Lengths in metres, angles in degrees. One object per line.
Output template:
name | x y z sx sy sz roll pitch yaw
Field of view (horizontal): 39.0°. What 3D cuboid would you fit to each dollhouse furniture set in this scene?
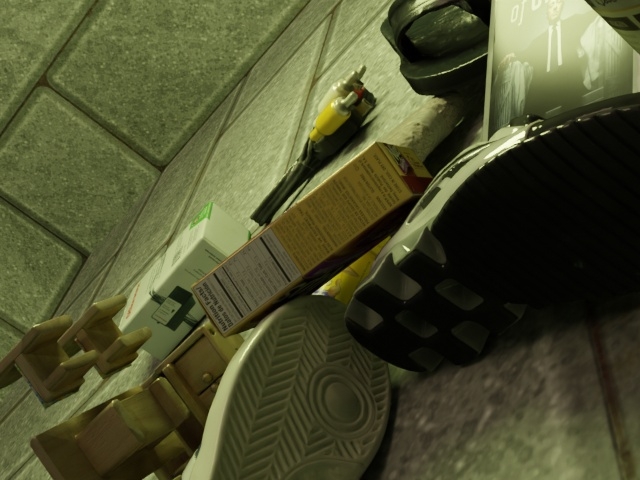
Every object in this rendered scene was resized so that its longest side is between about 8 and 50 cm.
dollhouse furniture set | -0.170 0.180 0.825 0.161 0.212 0.242 -43 -10 25

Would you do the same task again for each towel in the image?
towel | 0.027 -0.043 0.962 0.282 0.049 0.187 -37 7 38

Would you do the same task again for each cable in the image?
cable | -0.017 -0.145 1.332 0.287 0.072 0.139 -42 13 32

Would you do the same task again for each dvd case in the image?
dvd case | 0.191 -0.156 0.691 0.179 0.029 0.239 -22 60 62

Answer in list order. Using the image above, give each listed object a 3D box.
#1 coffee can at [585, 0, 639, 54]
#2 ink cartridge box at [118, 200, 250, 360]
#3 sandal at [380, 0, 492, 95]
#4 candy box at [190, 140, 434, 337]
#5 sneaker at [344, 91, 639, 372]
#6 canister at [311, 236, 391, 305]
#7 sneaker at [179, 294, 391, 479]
coffee can | 0.207 -0.202 0.469 0.201 0.275 0.201 -46 17 19
ink cartridge box | -0.207 0.061 1.389 0.208 0.087 0.153 -46 17 17
sandal | 0.135 -0.265 1.040 0.167 0.107 0.446 -37 20 4
candy box | 0.000 0.000 0.711 0.186 0.053 0.109 -36 -9 18
sneaker | 0.134 -0.031 0.578 0.330 0.122 0.146 -34 21 55
canister | -0.001 0.078 0.814 0.126 0.073 0.170 -22 35 61
sneaker | -0.059 0.189 0.643 0.148 0.131 0.350 -44 13 45
